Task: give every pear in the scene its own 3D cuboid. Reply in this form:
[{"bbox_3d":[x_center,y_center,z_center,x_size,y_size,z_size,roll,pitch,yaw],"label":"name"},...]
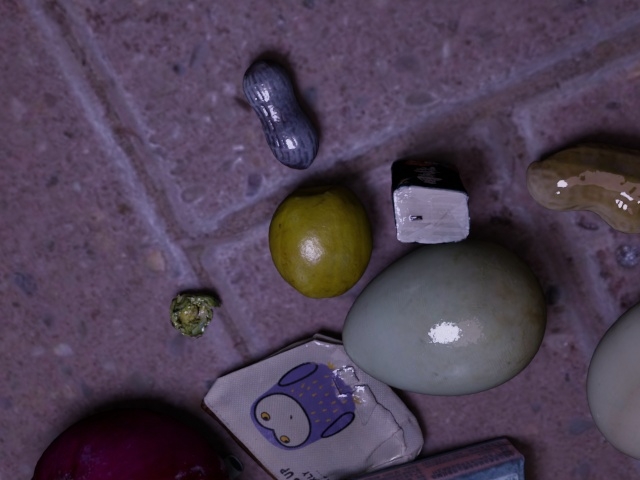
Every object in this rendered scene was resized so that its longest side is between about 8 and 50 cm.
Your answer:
[{"bbox_3d":[0.000,0.000,1.455,0.149,0.149,0.162,-1,111,4],"label":"pear"}]

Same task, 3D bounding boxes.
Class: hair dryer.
[{"bbox_3d":[-0.126,0.403,1.659,0.063,0.038,0.124,-42,107,15],"label":"hair dryer"}]

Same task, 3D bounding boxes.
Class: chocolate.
[{"bbox_3d":[-0.054,-0.174,1.438,0.072,0.072,0.167,-22,104,10],"label":"chocolate"}]

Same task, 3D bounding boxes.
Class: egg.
[{"bbox_3d":[0.495,0.193,1.453,0.219,0.219,0.269,25,126,-5],"label":"egg"},{"bbox_3d":[0.169,0.112,1.448,0.295,0.218,0.218,-13,108,22],"label":"egg"}]

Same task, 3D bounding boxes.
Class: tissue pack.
[{"bbox_3d":[0.169,0.451,1.579,0.316,0.103,0.228,-13,107,-12],"label":"tissue pack"},{"bbox_3d":[0.147,-0.055,1.413,0.103,0.170,0.090,2,108,1],"label":"tissue pack"}]

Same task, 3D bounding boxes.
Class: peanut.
[{"bbox_3d":[0.404,-0.073,1.426,0.236,0.110,0.120,5,122,4],"label":"peanut"}]

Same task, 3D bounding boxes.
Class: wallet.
[{"bbox_3d":[-0.001,0.299,1.596,0.275,0.068,0.335,-37,105,14],"label":"wallet"}]

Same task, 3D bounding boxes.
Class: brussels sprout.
[{"bbox_3d":[-0.195,0.111,1.553,0.085,0.058,0.085,-15,123,-25],"label":"brussels sprout"}]

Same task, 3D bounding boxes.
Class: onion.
[{"bbox_3d":[-0.269,0.381,1.536,0.337,0.282,0.260,2,85,39],"label":"onion"}]
